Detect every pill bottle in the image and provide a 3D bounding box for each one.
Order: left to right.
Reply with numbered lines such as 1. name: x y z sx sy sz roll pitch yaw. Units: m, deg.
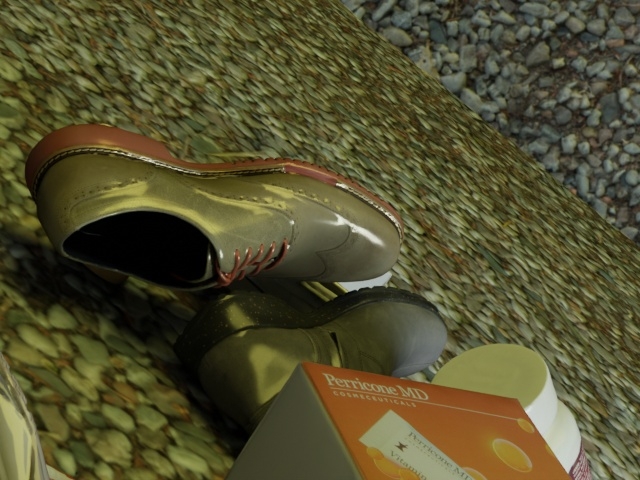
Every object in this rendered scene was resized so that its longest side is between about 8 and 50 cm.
1. pill bottle: 0.166 0.201 1.231 0.121 0.121 0.221 -109 179 -59

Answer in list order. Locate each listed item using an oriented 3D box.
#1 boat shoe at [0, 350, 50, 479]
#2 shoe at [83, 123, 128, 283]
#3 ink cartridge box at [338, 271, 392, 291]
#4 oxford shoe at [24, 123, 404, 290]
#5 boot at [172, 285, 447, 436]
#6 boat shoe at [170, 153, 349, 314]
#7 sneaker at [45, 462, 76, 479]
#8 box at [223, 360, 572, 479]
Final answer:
1. boat shoe: -0.179 0.199 0.773 0.116 0.123 0.324 -17 61 -28
2. shoe: -0.200 -0.038 1.345 0.076 0.058 0.219 29 21 -28
3. ink cartridge box: 0.000 0.000 1.633 0.109 0.063 0.150 24 23 -38
4. oxford shoe: -0.078 0.004 1.250 0.348 0.123 0.130 8 38 -24
5. boot: 0.038 0.158 1.292 0.338 0.118 0.223 -2 46 -48
6. boat shoe: -0.066 -0.001 1.391 0.267 0.088 0.096 47 9 -13
7. sneaker: -0.149 0.187 0.935 0.175 0.064 0.067 17 47 -38
8. box: 0.092 0.266 0.971 0.215 0.168 0.345 13 30 -35
